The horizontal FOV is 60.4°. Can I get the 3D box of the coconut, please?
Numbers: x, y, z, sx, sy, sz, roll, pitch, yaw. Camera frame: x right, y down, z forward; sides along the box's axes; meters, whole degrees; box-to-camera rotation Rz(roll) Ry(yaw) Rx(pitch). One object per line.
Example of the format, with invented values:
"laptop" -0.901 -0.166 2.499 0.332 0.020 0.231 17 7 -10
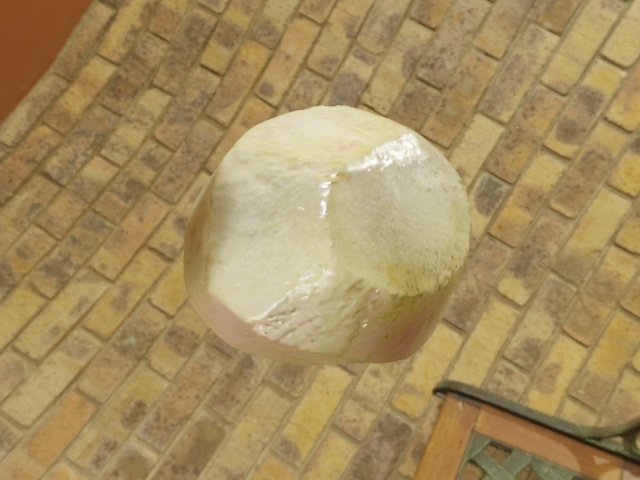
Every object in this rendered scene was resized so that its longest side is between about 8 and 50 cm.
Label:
"coconut" 0.000 0.000 0.516 0.259 0.259 0.259 -57 -8 -13
